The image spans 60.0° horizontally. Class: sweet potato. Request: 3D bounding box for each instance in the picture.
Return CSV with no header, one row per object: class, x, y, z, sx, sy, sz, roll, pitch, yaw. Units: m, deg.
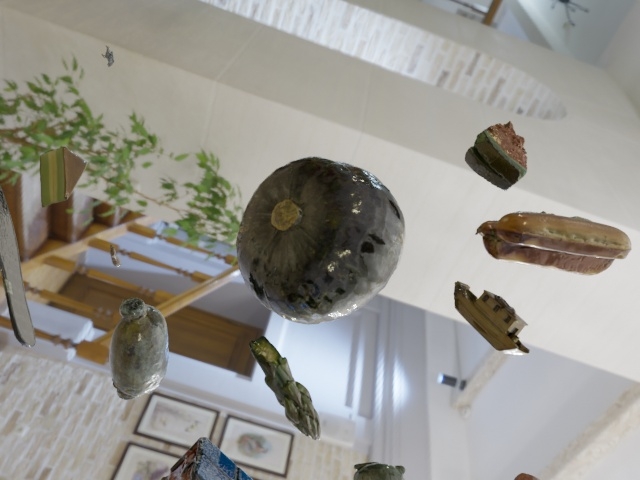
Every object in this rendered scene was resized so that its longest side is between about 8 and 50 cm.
sweet potato,-0.599,0.051,1.613,0.115,0.026,0.026,101,4,-59

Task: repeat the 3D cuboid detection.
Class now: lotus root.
lotus root,-0.509,0.304,1.576,0.175,0.174,0.350,-79,-177,-59

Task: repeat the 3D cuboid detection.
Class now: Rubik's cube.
Rubik's cube,-0.185,0.437,0.834,0.180,0.167,0.183,-46,-177,-8

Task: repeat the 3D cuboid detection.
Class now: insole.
insole,-0.525,0.031,0.934,0.110,0.012,0.310,108,-37,-69

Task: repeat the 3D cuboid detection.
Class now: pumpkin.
pumpkin,0.000,0.000,1.440,0.344,0.454,0.455,42,59,-50

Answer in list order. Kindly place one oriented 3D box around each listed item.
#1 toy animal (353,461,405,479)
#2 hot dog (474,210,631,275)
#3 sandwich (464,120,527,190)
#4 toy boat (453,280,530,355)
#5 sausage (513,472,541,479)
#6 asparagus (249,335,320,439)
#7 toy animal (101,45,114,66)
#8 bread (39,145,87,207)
toy animal,0.110,0.566,1.126,0.138,0.108,0.236,-29,-156,26
hot dog,0.474,-0.004,1.136,0.135,0.337,0.100,124,-30,-56
sandwich,0.527,-0.241,1.597,0.159,0.185,0.109,-27,158,-31
toy boat,0.327,0.142,1.068,0.077,0.057,0.200,-57,-142,14
sausage,0.251,0.286,0.594,0.035,0.147,0.030,-44,-151,10
asparagus,-0.068,0.343,1.245,0.080,0.287,0.080,-25,-164,8
toy animal,-0.596,-0.520,1.552,0.084,0.028,0.050,-117,-173,-49
bread,-0.578,-0.128,1.252,0.084,0.074,0.139,52,22,-66
